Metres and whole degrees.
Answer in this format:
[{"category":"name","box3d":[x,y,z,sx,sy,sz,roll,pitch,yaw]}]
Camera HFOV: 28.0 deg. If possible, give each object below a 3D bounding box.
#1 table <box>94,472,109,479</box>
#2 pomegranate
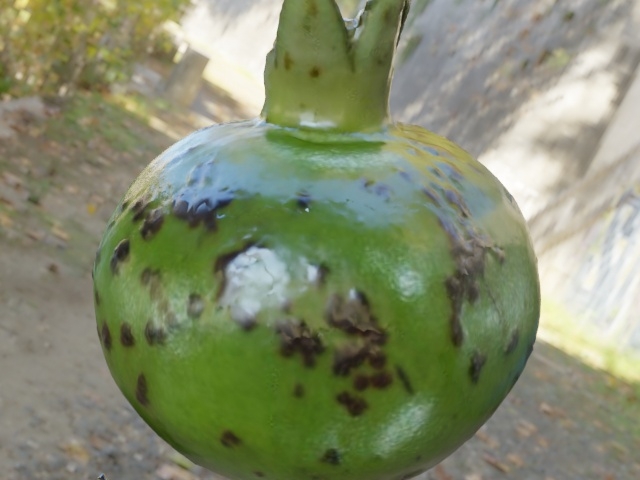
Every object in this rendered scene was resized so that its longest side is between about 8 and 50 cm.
[{"category":"table","box3d":[-0.311,0.357,1.094,0.317,0.249,0.317,24,45,-26]},{"category":"pomegranate","box3d":[0.000,0.000,0.603,0.211,0.263,0.211,2,13,-1]}]
